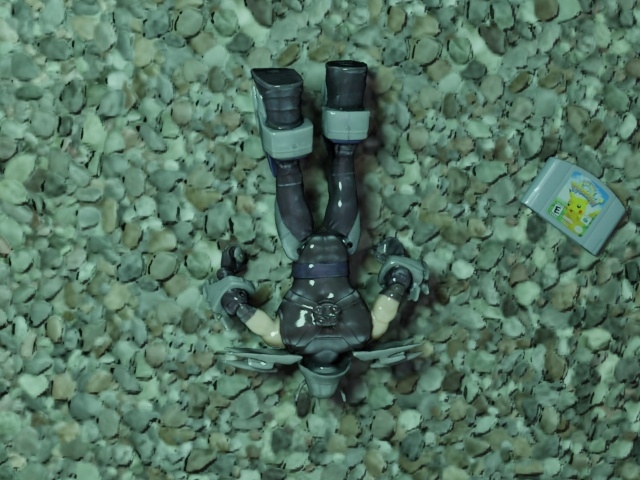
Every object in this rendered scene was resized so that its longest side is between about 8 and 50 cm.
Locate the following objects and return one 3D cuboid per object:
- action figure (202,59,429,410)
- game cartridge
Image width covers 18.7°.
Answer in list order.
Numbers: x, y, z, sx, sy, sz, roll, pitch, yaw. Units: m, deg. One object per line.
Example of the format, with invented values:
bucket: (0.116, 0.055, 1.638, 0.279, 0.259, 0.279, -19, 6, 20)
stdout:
action figure: (0.000, 0.000, 1.578, 0.185, 0.099, 0.285, -5, 101, -19)
game cartridge: (0.218, -0.032, 1.659, 0.083, 0.017, 0.056, 35, 85, -14)
